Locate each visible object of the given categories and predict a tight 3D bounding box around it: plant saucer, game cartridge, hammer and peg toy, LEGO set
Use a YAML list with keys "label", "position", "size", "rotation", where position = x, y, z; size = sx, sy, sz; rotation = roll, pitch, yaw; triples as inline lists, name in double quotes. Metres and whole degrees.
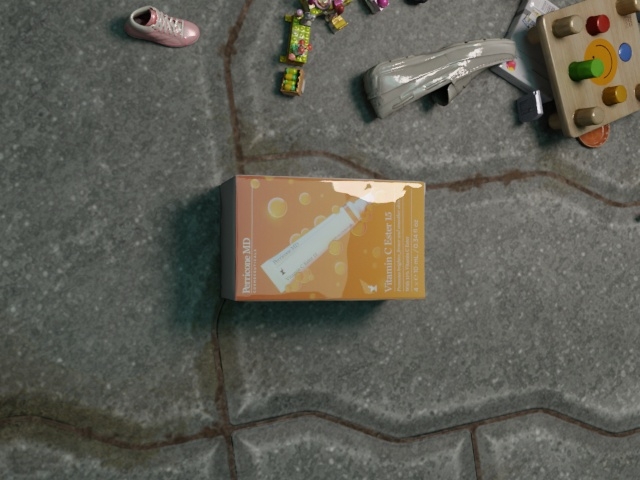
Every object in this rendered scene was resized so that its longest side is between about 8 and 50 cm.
- label: "plant saucer"
  position: [0.587, -0.242, 1.591]
  size: [0.083, 0.013, 0.083]
  rotation: [1, 88, -17]
- label: "game cartridge"
  position: [0.430, -0.272, 1.509]
  size: [0.017, 0.083, 0.056]
  rotation: [-6, 91, -12]
- label: "hammer and peg toy"
  position: [0.555, -0.416, 1.487]
  size: [0.266, 0.127, 0.361]
  rotation: [-22, 103, -23]
- label: "LEGO set"
  position: [0.005, -0.409, 1.376]
  size: [0.132, 0.107, 0.287]
  rotation: [44, 77, -10]

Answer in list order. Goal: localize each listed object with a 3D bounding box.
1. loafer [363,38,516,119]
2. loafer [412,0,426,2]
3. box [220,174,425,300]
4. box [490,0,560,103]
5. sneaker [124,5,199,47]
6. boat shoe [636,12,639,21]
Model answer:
- label: "loafer"
  position: [0.240, -0.321, 1.448]
  size: [0.319, 0.112, 0.111]
  rotation: [-17, 98, -9]
- label: "loafer"
  position: [0.203, -0.587, 1.456]
  size: [0.076, 0.078, 0.223]
  rotation: [4, 87, -16]
- label: "box"
  position: [0.000, 0.000, 1.328]
  size: [0.345, 0.168, 0.215]
  rotation: [0, 88, -16]
- label: "box"
  position: [0.459, -0.405, 1.546]
  size: [0.145, 0.038, 0.186]
  rotation: [28, 80, -14]
- label: "sneaker"
  position: [-0.280, -0.382, 1.311]
  size: [0.134, 0.070, 0.051]
  rotation: [3, 85, -17]
- label: "boat shoe"
  position: [0.821, -0.546, 1.609]
  size: [0.367, 0.136, 0.156]
  rotation: [10, 85, -19]
